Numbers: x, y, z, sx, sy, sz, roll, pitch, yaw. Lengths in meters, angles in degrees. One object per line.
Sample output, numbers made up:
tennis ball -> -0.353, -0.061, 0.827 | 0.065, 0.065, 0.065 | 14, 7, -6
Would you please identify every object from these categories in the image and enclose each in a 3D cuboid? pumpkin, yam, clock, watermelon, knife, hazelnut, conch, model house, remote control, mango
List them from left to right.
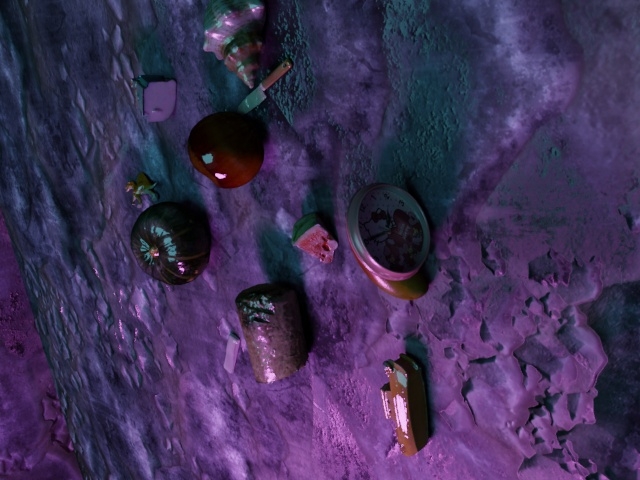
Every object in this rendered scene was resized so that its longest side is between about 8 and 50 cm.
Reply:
model house -> -0.567, -0.490, 2.007 | 0.149, 0.120, 0.148 | 40, 133, 36
pumpkin -> -0.519, 0.012, 2.116 | 0.300, 0.207, 0.300 | 8, 107, 26
hazelnut -> -0.280, -0.277, 1.776 | 0.251, 0.217, 0.217 | 57, 141, 42
remote control -> -0.336, 0.425, 2.252 | 0.050, 0.027, 0.184 | 36, 130, 27
conch -> -0.236, -0.597, 1.613 | 0.203, 0.169, 0.385 | -15, 101, 19
knife -> -0.168, -0.425, 1.727 | 0.298, 0.017, 0.047 | -27, 95, 45
yam -> -0.148, 0.281, 1.898 | 0.195, 0.195, 0.299 | 3, 112, 42
watermelon -> -0.012, -0.002, 1.713 | 0.098, 0.121, 0.158 | -32, 89, 24
mango -> 0.162, 0.032, 1.535 | 0.129, 0.146, 0.289 | -29, 88, 43
clock -> 0.163, -0.022, 1.439 | 0.056, 0.244, 0.244 | -25, 91, 54

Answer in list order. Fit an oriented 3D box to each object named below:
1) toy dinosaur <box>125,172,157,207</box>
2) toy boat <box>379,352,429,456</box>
toy dinosaur -> -0.663, -0.203, 2.268 | 0.212, 0.057, 0.142 | -38, 62, 34
toy boat -> 0.232, 0.470, 1.710 | 0.122, 0.089, 0.320 | 10, 117, 46
